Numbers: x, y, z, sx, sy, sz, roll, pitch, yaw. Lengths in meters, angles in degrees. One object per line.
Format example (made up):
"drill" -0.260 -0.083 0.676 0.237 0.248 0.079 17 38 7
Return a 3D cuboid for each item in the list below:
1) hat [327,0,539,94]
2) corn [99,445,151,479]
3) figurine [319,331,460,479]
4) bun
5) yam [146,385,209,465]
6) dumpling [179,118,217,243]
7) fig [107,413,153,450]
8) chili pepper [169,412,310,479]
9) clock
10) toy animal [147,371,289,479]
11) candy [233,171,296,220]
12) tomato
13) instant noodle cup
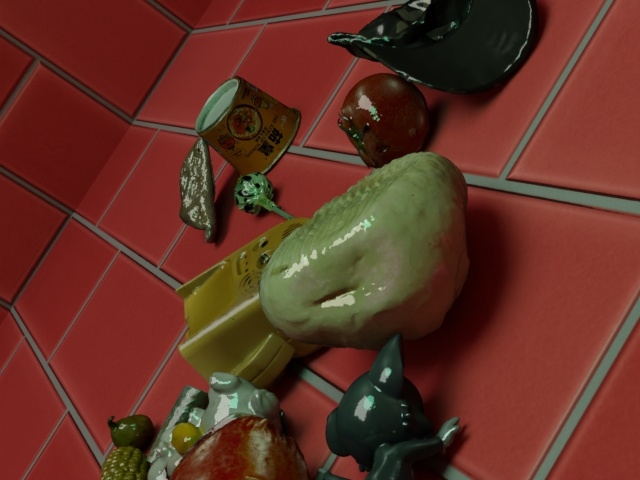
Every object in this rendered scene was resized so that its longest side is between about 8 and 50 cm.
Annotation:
"hat" 0.231 -0.370 1.829 0.366 0.257 0.382 -36 63 3
"corn" -0.340 0.501 1.753 0.120 0.120 0.363 -48 28 16
"figurine" 0.069 0.278 1.287 0.193 0.140 0.265 -57 3 40
"bun" 0.083 0.034 1.452 0.361 0.213 0.361 -33 10 7
"yam" -0.259 0.348 1.869 0.169 0.068 0.068 -60 25 -12
"dumpling" -0.295 -0.127 2.421 0.166 0.086 0.332 114 155 -62
"fig" -0.386 0.383 2.020 0.084 0.098 0.082 -39 28 56
"chili pepper" -0.118 0.417 1.393 0.251 0.229 0.305 -50 15 20
"clock" -0.076 0.100 1.722 0.317 0.200 0.244 -40 31 14
"toy animal" -0.180 0.360 1.614 0.208 0.154 0.325 32 101 54
"candy" -0.097 -0.076 2.116 0.091 0.083 0.305 -61 32 0
"tomato" 0.117 -0.217 1.802 0.167 0.167 0.167 -42 28 28
"instant noodle cup" -0.178 -0.269 2.363 0.215 0.172 0.216 -39 29 27
